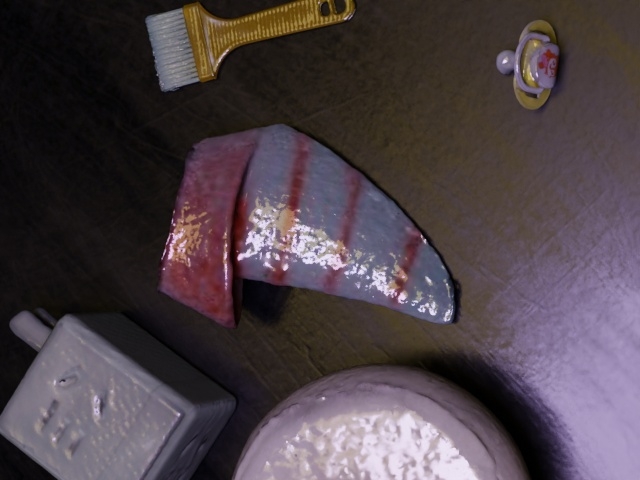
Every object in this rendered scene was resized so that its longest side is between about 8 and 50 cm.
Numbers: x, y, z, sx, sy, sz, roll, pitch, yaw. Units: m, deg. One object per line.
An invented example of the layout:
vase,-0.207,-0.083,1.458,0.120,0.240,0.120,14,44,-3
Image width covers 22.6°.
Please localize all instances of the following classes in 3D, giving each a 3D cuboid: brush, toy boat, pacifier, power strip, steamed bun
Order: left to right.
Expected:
power strip,-0.220,0.153,1.560,0.224,0.139,0.140,34,100,15
brush,-0.069,-0.211,1.584,0.218,0.010,0.083,-13,85,16
toy boat,0.000,0.000,1.529,0.282,0.096,0.206,14,79,9
steamed bun,0.059,0.249,1.447,0.282,0.177,0.283,0,91,16
pacifier,0.186,-0.163,1.477,0.064,0.068,0.083,10,93,45
